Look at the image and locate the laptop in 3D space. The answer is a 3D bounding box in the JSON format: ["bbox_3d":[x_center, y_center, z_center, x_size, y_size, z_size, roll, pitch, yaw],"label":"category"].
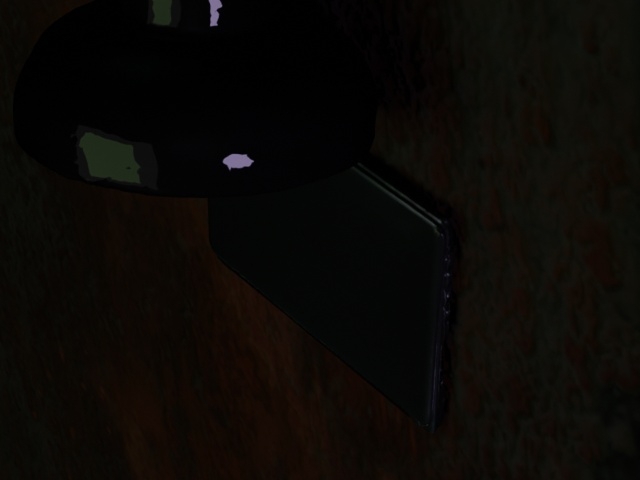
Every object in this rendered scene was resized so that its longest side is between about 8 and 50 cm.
[{"bbox_3d":[0.000,0.000,0.844,0.180,0.016,0.129,37,140,37],"label":"laptop"}]

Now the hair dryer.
[{"bbox_3d":[-0.005,-0.140,0.626,0.284,0.156,0.320,47,138,45],"label":"hair dryer"}]
